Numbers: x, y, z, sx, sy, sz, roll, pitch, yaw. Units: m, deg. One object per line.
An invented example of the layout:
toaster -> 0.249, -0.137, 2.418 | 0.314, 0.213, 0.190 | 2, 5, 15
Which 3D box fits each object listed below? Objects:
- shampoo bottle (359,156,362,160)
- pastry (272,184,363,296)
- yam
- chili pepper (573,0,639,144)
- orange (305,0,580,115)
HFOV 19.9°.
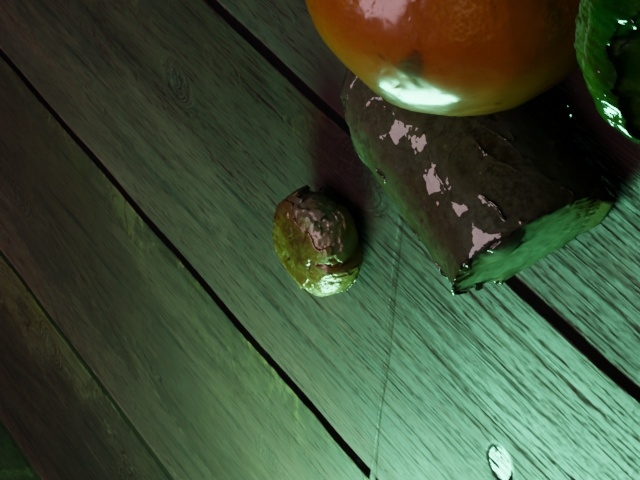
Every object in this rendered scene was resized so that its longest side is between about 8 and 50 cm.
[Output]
shampoo bottle -> 0.133, -0.070, 2.074 | 0.234, 0.087, 0.118 | 49, 151, 37
pastry -> -0.004, 0.003, 2.381 | 0.153, 0.081, 0.153 | 32, 130, 47
yam -> 0.150, -0.099, 1.908 | 0.300, 0.195, 0.195 | 58, 150, 25
chili pepper -> 0.316, -0.254, 1.501 | 0.385, 0.213, 0.167 | 99, 156, -51
orange -> 0.134, -0.266, 1.714 | 0.312, 0.312, 0.312 | 39, 138, 47
